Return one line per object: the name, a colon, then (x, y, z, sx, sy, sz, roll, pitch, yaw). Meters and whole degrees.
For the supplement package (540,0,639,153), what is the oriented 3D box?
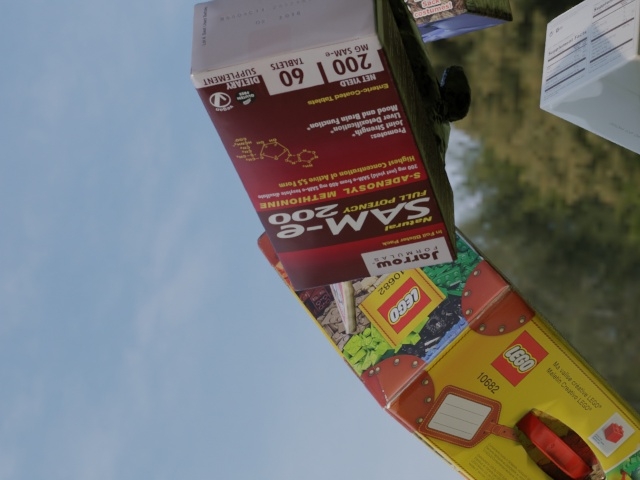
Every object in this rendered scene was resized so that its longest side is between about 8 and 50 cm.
supplement package: (0.474, -0.234, 2.401, 0.262, 0.204, 0.145, 21, -118, -27)

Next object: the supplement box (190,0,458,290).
supplement box: (0.008, -0.071, 1.201, 0.239, 0.130, 0.073, 65, -162, -48)

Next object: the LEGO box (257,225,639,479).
LEGO box: (0.197, 0.153, 2.092, 0.193, 0.372, 0.500, -44, -50, 3)

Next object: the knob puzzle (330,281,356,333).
knob puzzle: (0.000, 0.000, 1.717, 0.213, 0.030, 0.213, 166, 90, -85)

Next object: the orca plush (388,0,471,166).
orca plush: (0.062, -0.163, 1.437, 0.102, 0.151, 0.287, 117, 160, -74)

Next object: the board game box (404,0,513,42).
board game box: (0.103, -0.383, 2.006, 0.232, 0.141, 0.291, -15, -88, -70)
